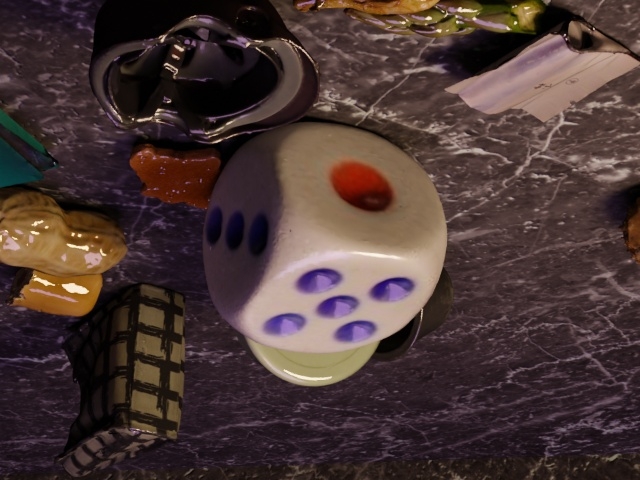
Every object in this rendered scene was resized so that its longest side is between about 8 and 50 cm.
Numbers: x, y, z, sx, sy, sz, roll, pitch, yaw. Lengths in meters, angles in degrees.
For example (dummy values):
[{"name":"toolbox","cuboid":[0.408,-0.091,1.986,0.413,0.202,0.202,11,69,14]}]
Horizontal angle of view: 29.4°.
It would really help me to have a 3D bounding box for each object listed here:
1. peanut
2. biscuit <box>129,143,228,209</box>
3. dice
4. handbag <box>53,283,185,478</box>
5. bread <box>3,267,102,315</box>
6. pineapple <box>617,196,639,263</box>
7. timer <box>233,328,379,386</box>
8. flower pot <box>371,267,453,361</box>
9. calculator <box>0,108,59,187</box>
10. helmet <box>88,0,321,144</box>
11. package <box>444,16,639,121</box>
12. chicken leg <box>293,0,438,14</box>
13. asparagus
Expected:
[{"name":"peanut","cuboid":[-0.477,-0.009,2.120,0.147,0.147,0.306,-25,147,37]},{"name":"biscuit","cuboid":[-0.214,-0.105,2.056,0.183,0.043,0.280,-16,155,32]},{"name":"dice","cuboid":[0.000,0.000,1.985,0.304,0.276,0.304,5,142,-28]},{"name":"handbag","cuboid":[-0.419,0.294,2.522,0.163,0.325,0.327,21,144,-32]},{"name":"bread","cuboid":[-0.516,0.098,2.383,0.173,0.085,0.134,13,150,-29]},{"name":"pineapple","cuboid":[0.664,0.011,2.284,0.166,0.165,0.364,-14,160,21]},{"name":"timer","cuboid":[-0.062,0.131,2.349,0.291,0.290,0.315,8,172,-21]},{"name":"flower pot","cuboid":[0.160,0.110,2.370,0.148,0.235,0.235,-6,161,-41]},{"name":"calculator","cuboid":[-0.589,-0.149,1.911,0.274,0.058,0.248,-12,151,17]},{"name":"helmet","cuboid":[-0.157,-0.258,1.602,0.306,0.177,0.225,4,145,-26]},{"name":"package","cuboid":[0.334,-0.251,1.807,0.204,0.062,0.251,-27,158,39]},{"name":"chicken leg","cuboid":[0.064,-0.336,1.565,0.208,0.085,0.101,-7,146,10]},{"name":"asparagus","cuboid":[0.174,-0.310,1.644,0.287,0.080,0.080,1,153,-6]}]
